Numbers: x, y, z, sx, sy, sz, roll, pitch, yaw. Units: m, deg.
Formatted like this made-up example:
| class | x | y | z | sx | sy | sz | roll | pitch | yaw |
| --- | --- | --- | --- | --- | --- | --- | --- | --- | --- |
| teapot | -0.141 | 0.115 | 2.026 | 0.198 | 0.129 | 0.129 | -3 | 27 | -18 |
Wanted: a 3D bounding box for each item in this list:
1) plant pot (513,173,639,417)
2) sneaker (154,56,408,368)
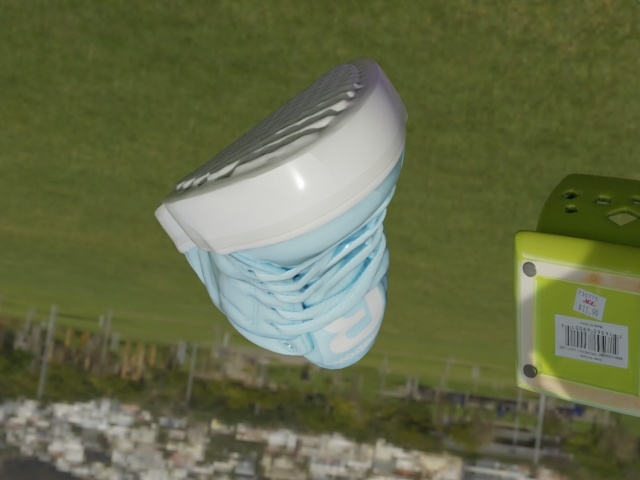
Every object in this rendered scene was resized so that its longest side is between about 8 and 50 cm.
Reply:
| class | x | y | z | sx | sy | sz | roll | pitch | yaw |
| --- | --- | --- | --- | --- | --- | --- | --- | --- | --- |
| plant pot | 0.337 | 0.070 | 1.325 | 0.228 | 0.227 | 0.207 | 11 | -155 | 32 |
| sneaker | 0.000 | 0.000 | 0.676 | 0.150 | 0.135 | 0.366 | 52 | 173 | -5 |
